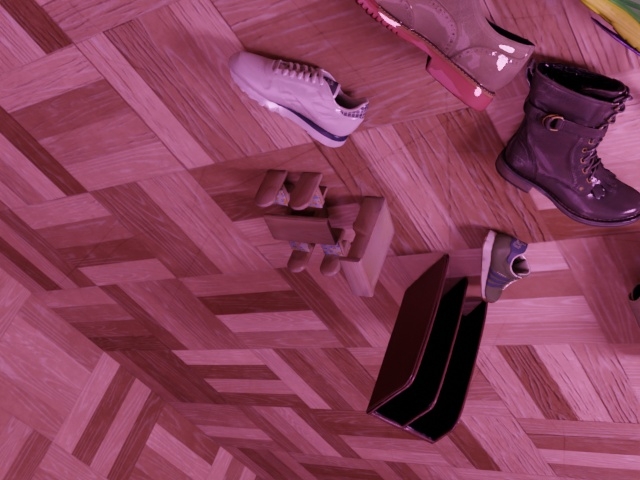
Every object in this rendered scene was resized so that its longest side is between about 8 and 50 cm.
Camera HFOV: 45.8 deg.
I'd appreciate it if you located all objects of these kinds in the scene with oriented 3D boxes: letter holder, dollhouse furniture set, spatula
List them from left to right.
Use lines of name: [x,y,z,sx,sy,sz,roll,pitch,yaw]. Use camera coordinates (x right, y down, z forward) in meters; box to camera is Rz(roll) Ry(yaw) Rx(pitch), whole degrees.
dollhouse furniture set: [0.000,0.000,1.466,0.242,0.161,0.212,5,143,24]
letter holder: [0.235,0.207,1.489,0.152,0.302,0.214,26,146,-5]
spatula: [0.449,-0.201,1.016,0.030,0.084,0.296,-40,125,18]

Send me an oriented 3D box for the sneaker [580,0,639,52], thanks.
sneaker: [0.352,-0.326,0.886,0.295,0.109,0.123,34,120,-11]

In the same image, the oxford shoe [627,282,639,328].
oxford shoe: [0.628,0.132,1.348,0.146,0.140,0.397,40,163,33]

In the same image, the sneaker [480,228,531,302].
sneaker: [0.351,0.061,1.429,0.086,0.064,0.192,13,142,23]

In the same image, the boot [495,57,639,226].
boot: [0.392,-0.139,1.108,0.262,0.091,0.229,22,147,5]

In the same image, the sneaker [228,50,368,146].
sneaker: [-0.035,-0.250,1.228,0.235,0.090,0.095,28,134,-13]

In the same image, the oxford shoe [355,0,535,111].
oxford shoe: [0.136,-0.331,1.006,0.348,0.123,0.130,37,117,-19]
